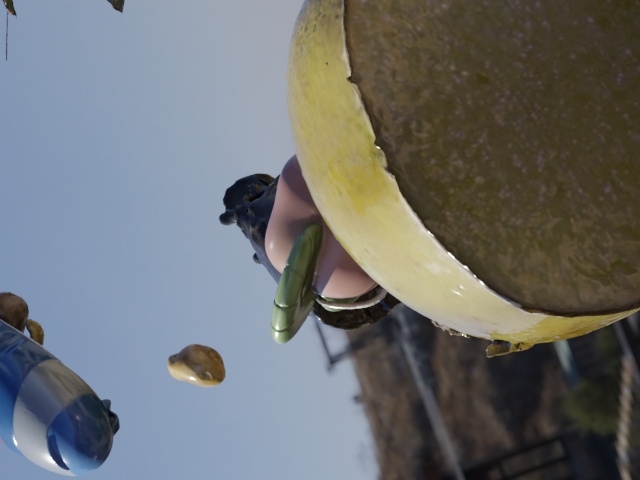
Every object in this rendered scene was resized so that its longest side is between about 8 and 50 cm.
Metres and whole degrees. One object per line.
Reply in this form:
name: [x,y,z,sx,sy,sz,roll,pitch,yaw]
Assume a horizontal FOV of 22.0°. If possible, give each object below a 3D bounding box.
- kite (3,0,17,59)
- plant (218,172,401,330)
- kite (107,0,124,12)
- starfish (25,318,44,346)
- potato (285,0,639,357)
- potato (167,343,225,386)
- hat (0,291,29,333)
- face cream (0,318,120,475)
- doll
kite: [-0.431,-0.308,2.124,0.198,0.006,0.244,41,-132,-73]
plant: [0.000,0.000,2.265,0.276,0.199,0.188,43,163,53]
kite: [-0.183,-0.225,1.203,0.139,0.157,0.011,55,148,-14]
starfish: [-0.440,0.216,1.660,0.084,0.301,0.293,53,-134,1]
potato: [0.158,-0.105,1.600,0.442,0.385,0.319,60,154,2]
potato: [-0.166,0.167,2.190,0.068,0.083,0.062,51,-142,-34]
hat: [-0.323,0.086,1.646,0.087,0.058,0.042,-56,-13,-41]
face cream: [-0.294,0.134,1.529,0.264,0.083,0.149,27,143,30]
doll: [0.045,-0.008,1.930,0.284,0.216,0.268,-26,-41,-61]
